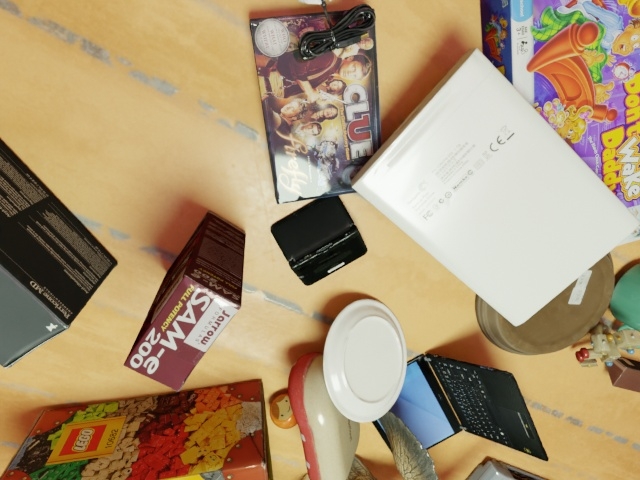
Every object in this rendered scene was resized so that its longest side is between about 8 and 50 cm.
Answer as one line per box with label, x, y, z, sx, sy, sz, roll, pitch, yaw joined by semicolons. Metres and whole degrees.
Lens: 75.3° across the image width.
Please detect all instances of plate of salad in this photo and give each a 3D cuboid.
plate of salad;0.075;0.200;0.704;0.199;0.048;0.200;8;77;-38

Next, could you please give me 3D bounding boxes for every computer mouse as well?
computer mouse;-0.008;-0.327;0.502;0.106;0.042;0.193;-22;93;-5

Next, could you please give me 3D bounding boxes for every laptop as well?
laptop;0.239;0.343;0.775;0.136;0.264;0.234;-45;117;-31

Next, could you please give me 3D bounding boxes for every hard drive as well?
hard drive;0.252;-0.056;0.600;0.353;0.047;0.233;38;107;-14

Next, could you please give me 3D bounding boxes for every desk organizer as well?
desk organizer;0.661;0.285;0.876;0.130;0.047;0.050;17;109;-15

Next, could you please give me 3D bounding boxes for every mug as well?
mug;0.634;0.128;0.775;0.129;0.097;0.158;-23;116;-9

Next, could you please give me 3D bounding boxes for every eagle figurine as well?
eagle figurine;0.176;0.483;0.764;0.298;0.225;0.226;33;62;-7

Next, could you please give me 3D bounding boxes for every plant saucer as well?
plant saucer;0.425;0.101;0.771;0.277;0.041;0.278;-3;110;-9

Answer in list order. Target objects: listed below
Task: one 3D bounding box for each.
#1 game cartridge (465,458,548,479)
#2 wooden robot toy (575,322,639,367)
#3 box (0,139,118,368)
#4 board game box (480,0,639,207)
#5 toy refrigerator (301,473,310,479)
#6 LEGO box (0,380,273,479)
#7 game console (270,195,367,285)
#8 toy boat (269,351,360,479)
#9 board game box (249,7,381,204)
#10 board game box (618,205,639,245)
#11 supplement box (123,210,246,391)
game cartridge;0.443;0.627;0.964;0.294;0.060;0.196;27;108;-18
wooden robot toy;0.540;0.191;0.806;0.076;0.079;0.173;-2;150;10
box;-0.404;-0.006;0.508;0.103;0.184;0.261;-33;112;3
board game box;0.378;-0.202;0.627;0.233;0.078;0.347;-15;112;-4
toy refrigerator;0.059;0.598;0.843;0.269;0.094;0.102;32;103;-10
LEGO box;-0.262;0.526;0.727;0.372;0.193;0.500;-6;111;-8
game console;0.000;0.000;0.673;0.122;0.071;0.107;-30;142;3
toy boat;-0.020;0.307;0.733;0.151;0.151;0.231;1;113;21
board game box;0.000;-0.183;0.588;0.165;0.042;0.243;-10;112;-7
board game box;0.550;-0.043;0.738;0.090;0.020;0.090;-15;101;-7
supplement box;-0.163;0.060;0.544;0.073;0.239;0.130;33;101;-19
